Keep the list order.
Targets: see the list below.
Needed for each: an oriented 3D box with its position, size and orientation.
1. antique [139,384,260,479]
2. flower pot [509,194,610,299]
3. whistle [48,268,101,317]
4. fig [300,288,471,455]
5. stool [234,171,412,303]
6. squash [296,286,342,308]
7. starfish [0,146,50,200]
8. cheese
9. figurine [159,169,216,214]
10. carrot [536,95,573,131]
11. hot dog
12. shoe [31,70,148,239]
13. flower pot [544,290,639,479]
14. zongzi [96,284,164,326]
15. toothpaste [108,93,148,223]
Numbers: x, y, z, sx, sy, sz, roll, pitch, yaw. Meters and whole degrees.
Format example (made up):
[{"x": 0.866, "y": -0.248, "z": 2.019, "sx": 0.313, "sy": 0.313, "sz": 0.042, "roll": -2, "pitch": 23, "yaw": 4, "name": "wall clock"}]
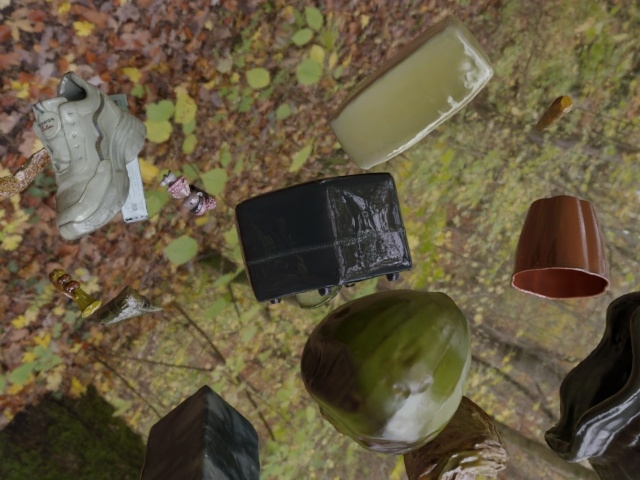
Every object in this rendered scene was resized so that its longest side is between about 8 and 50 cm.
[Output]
[{"x": -0.114, "y": 0.239, "z": 0.591, "sx": 0.086, "sy": 0.088, "sz": 0.183, "roll": -38, "pitch": -158, "yaw": 8, "name": "antique"}, {"x": 0.485, "y": 0.012, "z": 1.255, "sx": 0.191, "sy": 0.190, "sz": 0.173, "roll": 66, "pitch": 33, "yaw": -64, "name": "flower pot"}, {"x": -0.474, "y": 0.097, "z": 1.172, "sx": 0.046, "sy": 0.109, "sz": 0.057, "roll": -49, "pitch": 179, "yaw": 33, "name": "whistle"}, {"x": 0.109, "y": 0.179, "z": 0.937, "sx": 0.271, "sy": 0.239, "sz": 0.239, "roll": -42, "pitch": 152, "yaw": -21, "name": "fig"}, {"x": 0.000, "y": 0.000, "z": 0.811, "sx": 0.232, "sy": 0.232, "sz": 0.141, "roll": -4, "pitch": 82, "yaw": -68, "name": "stool"}, {"x": 0.014, "y": 0.072, "z": 1.609, "sx": 0.085, "sy": 0.184, "sz": 0.192, "roll": -2, "pitch": 75, "yaw": -50, "name": "squash"}, {"x": -0.659, "y": -0.132, "z": 1.358, "sx": 0.227, "sy": 0.043, "sz": 0.240, "roll": -39, "pitch": -166, "yaw": -10, "name": "starfish"}, {"x": 0.148, "y": -0.246, "z": 1.007, "sx": 0.242, "sy": 0.124, "sz": 0.265, "roll": -39, "pitch": -169, "yaw": 24, "name": "cheese"}, {"x": -0.299, "y": -0.111, "z": 1.412, "sx": 0.072, "sy": 0.129, "sz": 0.054, "roll": -31, "pitch": -154, "yaw": 37, "name": "figurine"}, {"x": 0.539, "y": -0.292, "z": 1.442, "sx": 0.171, "sy": 0.042, "sz": 0.042, "roll": 69, "pitch": 46, "yaw": -82, "name": "carrot"}, {"x": 0.218, "y": 0.357, "z": 1.036, "sx": 0.175, "sy": 0.114, "sz": 0.259, "roll": -25, "pitch": -176, "yaw": 7, "name": "hot dog"}, {"x": -0.459, "y": -0.167, "z": 1.157, "sx": 0.210, "sy": 0.132, "sz": 0.342, "roll": 48, "pitch": 32, "yaw": -40, "name": "shoe"}, {"x": 0.450, "y": 0.201, "z": 0.794, "sx": 0.302, "sy": 0.213, "sz": 0.302, "roll": -55, "pitch": 164, "yaw": -23, "name": "flower pot"}, {"x": -0.303, "y": 0.114, "z": 0.986, "sx": 0.076, "sy": 0.040, "sz": 0.083, "roll": -35, "pitch": 146, "yaw": 9, "name": "zongzi"}, {"x": -0.458, "y": -0.185, "z": 1.458, "sx": 0.070, "sy": 0.089, "sz": 0.313, "roll": -13, "pitch": 135, "yaw": -17, "name": "toothpaste"}]
